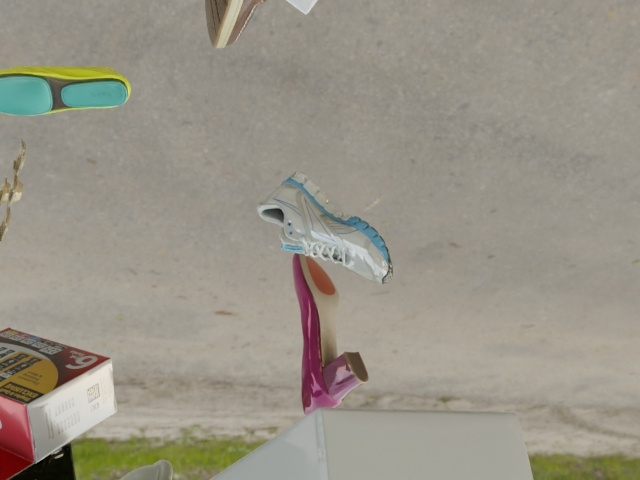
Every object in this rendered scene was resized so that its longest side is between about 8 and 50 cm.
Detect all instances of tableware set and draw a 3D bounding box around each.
[{"bbox_3d":[-0.547,-0.087,1.200,0.020,0.141,0.168,14,128,-34],"label":"tableware set"}]

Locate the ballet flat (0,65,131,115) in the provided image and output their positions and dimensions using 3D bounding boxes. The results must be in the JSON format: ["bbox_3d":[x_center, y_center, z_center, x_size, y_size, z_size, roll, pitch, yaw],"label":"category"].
[{"bbox_3d":[-0.419,-0.243,1.073,0.231,0.077,0.077,-6,134,-21],"label":"ballet flat"}]

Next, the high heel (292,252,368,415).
[{"bbox_3d":[-0.033,0.209,1.587,0.181,0.377,0.127,-38,143,25],"label":"high heel"}]

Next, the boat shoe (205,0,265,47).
[{"bbox_3d":[-0.076,-0.396,0.968,0.123,0.123,0.342,-2,153,-26],"label":"boat shoe"}]

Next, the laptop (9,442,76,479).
[{"bbox_3d":[-0.737,0.536,1.413,0.236,0.407,0.382,-9,180,31],"label":"laptop"}]

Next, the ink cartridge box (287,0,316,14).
[{"bbox_3d":[-0.063,-0.692,1.611,0.233,0.171,0.168,34,133,-9],"label":"ink cartridge box"}]

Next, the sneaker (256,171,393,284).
[{"bbox_3d":[0.000,0.000,0.788,0.083,0.191,0.071,-35,145,-26],"label":"sneaker"}]

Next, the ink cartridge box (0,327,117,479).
[{"bbox_3d":[-0.609,0.303,1.324,0.310,0.130,0.272,9,-160,27],"label":"ink cartridge box"}]

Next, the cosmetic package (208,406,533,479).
[{"bbox_3d":[0.009,0.327,0.767,0.230,0.161,0.453,9,148,-25],"label":"cosmetic package"}]

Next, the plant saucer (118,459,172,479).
[{"bbox_3d":[-0.394,0.548,1.161,0.101,0.400,0.400,31,139,-10],"label":"plant saucer"}]
